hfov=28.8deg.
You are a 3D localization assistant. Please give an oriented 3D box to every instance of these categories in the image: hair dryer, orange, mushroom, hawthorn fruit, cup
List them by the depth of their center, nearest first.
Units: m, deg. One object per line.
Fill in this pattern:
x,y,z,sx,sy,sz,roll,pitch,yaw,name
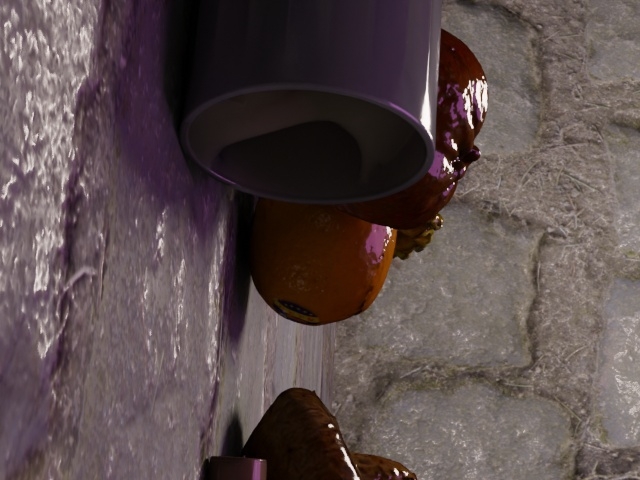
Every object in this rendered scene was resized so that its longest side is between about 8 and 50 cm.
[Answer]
-0.018,-0.213,1.215,0.323,0.237,0.327,-37,-136,56,cup
-0.093,0.299,1.384,0.182,0.064,0.117,98,-4,-79,hair dryer
0.063,-0.143,1.408,0.262,0.258,0.258,50,3,3,hawthorn fruit
0.013,0.332,1.558,0.195,0.283,0.263,-50,-162,1,mushroom
0.001,0.002,1.583,0.219,0.193,0.219,-60,175,-9,orange

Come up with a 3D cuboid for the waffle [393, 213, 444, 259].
0.049,-0.096,1.833,0.068,0.302,0.325,-46,177,-23,waffle
